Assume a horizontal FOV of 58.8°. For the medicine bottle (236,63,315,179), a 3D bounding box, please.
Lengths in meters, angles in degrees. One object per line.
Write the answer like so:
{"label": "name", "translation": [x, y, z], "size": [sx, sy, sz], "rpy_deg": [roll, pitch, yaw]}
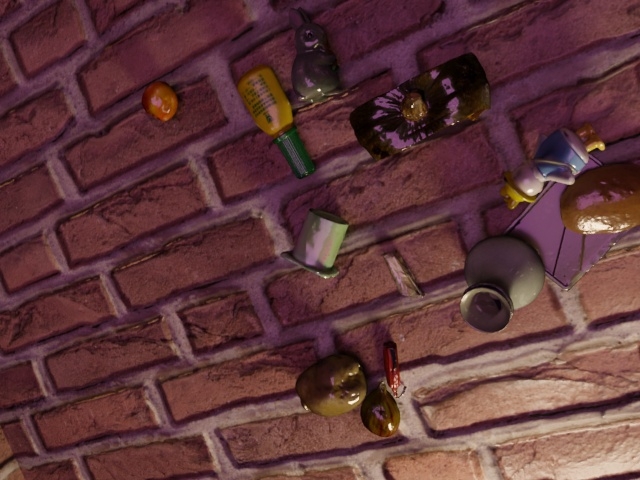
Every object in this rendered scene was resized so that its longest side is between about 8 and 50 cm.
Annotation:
{"label": "medicine bottle", "translation": [-0.109, -0.301, 1.467], "size": [0.111, 0.076, 0.308], "rpy_deg": [-27, 91, 31]}

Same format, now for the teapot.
{"label": "teapot", "translation": [0.394, 0.102, 1.268], "size": [0.184, 0.251, 0.183], "rpy_deg": [12, 117, 25]}

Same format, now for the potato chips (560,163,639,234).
{"label": "potato chips", "translation": [0.629, -0.086, 1.231], "size": [0.202, 0.049, 0.150], "rpy_deg": [-9, 103, 14]}

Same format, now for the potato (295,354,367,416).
{"label": "potato", "translation": [0.031, 0.401, 1.556], "size": [0.200, 0.137, 0.154], "rpy_deg": [-31, 61, 24]}

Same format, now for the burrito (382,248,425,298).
{"label": "burrito", "translation": [0.209, 0.091, 1.458], "size": [0.055, 0.041, 0.149], "rpy_deg": [-30, 91, 11]}

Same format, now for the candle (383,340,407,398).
{"label": "candle", "translation": [0.199, 0.350, 1.530], "size": [0.053, 0.048, 0.162], "rpy_deg": [8, 109, 55]}

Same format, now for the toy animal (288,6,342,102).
{"label": "toy animal", "translation": [-0.023, -0.454, 1.374], "size": [0.108, 0.138, 0.236], "rpy_deg": [3, 111, 55]}

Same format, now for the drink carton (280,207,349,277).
{"label": "drink carton", "translation": [0.000, 0.000, 1.473], "size": [0.146, 0.144, 0.142], "rpy_deg": [23, 100, 14]}

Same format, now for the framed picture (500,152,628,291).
{"label": "framed picture", "translation": [0.578, -0.044, 1.297], "size": [0.209, 0.019, 0.281], "rpy_deg": [41, 113, 7]}

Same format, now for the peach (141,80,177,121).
{"label": "peach", "translation": [-0.440, -0.386, 1.566], "size": [0.101, 0.101, 0.100], "rpy_deg": [5, 104, 20]}

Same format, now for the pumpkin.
{"label": "pumpkin", "translation": [0.218, -0.289, 1.266], "size": [0.317, 0.222, 0.139], "rpy_deg": [-20, 96, 25]}

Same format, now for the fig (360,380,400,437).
{"label": "fig", "translation": [0.165, 0.449, 1.528], "size": [0.109, 0.103, 0.154], "rpy_deg": [8, 109, -2]}

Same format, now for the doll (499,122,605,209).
{"label": "doll", "translation": [0.496, -0.163, 1.251], "size": [0.241, 0.099, 0.135], "rpy_deg": [-44, 74, 32]}
